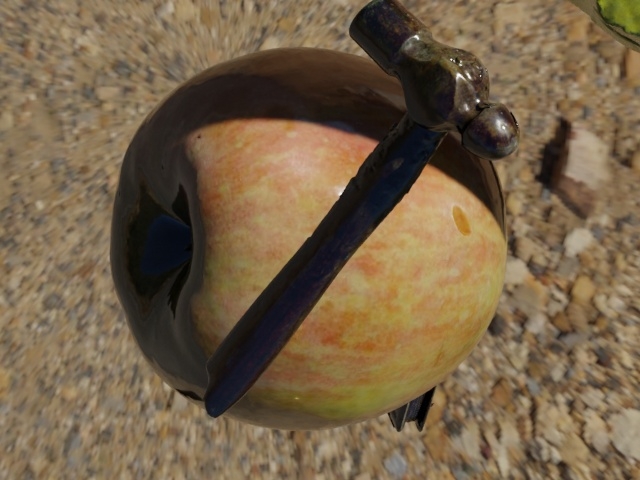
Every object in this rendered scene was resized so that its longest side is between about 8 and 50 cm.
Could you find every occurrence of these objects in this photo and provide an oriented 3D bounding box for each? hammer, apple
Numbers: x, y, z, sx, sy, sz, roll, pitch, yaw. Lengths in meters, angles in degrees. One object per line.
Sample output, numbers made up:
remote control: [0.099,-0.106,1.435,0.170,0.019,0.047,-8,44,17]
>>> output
hammer: [0.000,0.000,0.482,0.065,0.021,0.178,51,131,18]
apple: [-0.004,0.000,0.709,0.173,0.188,0.188,2,96,-30]

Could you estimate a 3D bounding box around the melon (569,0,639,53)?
melon: [0.317,-0.166,1.190,0.124,0.196,0.323,-43,86,12]

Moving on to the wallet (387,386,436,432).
wallet: [0.088,0.072,1.303,0.031,0.110,0.198,0,127,-17]
